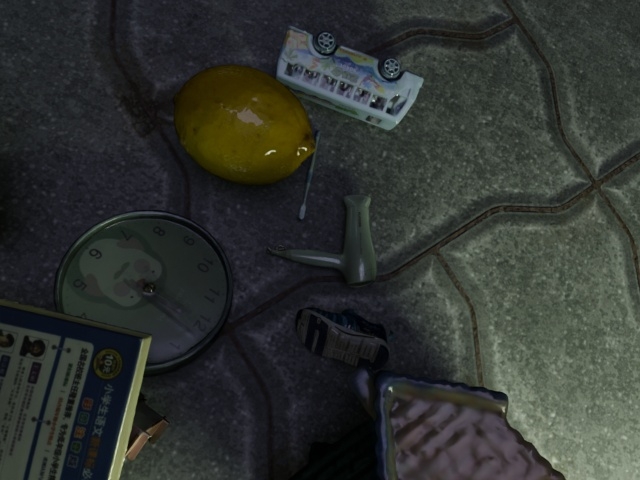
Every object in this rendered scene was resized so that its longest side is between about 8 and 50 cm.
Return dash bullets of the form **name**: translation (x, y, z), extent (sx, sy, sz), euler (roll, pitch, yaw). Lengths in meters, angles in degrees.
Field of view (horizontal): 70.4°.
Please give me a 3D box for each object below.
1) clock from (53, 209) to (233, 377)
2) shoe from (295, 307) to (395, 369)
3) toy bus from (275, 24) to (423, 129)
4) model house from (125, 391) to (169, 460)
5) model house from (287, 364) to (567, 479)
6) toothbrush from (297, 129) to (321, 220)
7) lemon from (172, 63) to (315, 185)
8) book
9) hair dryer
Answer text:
- **clock**: translation (-0.322, 0.092, 0.856), extent (0.319, 0.066, 0.318), euler (8, 66, -17)
- **shoe**: translation (0.048, 0.188, 0.937), extent (0.207, 0.106, 0.091), euler (17, 119, 9)
- **toy bus**: translation (0.061, -0.368, 1.044), extent (0.330, 0.109, 0.135), euler (18, 85, -7)
- **model house**: translation (-0.465, 0.321, 0.773), extent (0.326, 0.169, 0.244), euler (34, 82, 2)
- **model house**: translation (0.142, 0.426, 0.793), extent (0.445, 0.395, 0.400), euler (-41, 76, -3)
- **toothbrush**: translation (-0.024, -0.148, 1.024), extent (0.016, 0.019, 0.219), euler (13, 76, -11)
- **lemon**: translation (-0.153, -0.225, 0.905), extent (0.263, 0.236, 0.236), euler (47, 74, -6)
- **book**: translation (-0.491, 0.242, 0.678), extent (0.429, 0.039, 0.299), euler (12, 85, 4)
- **hair dryer**: translation (0.000, 0.000, 0.987), extent (0.238, 0.075, 0.206), euler (-2, 72, -4)
